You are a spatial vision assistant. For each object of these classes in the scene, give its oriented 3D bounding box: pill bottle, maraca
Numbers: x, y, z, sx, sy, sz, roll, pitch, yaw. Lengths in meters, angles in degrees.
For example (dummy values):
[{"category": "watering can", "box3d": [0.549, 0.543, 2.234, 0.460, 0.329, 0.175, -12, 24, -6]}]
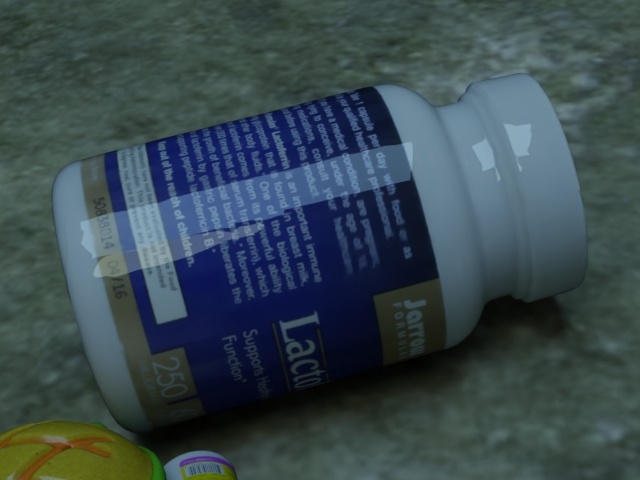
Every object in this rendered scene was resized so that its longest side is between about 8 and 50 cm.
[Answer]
[{"category": "pill bottle", "box3d": [-0.054, 0.145, 0.656, 0.043, 0.043, 0.083, -17, 39, -7]}, {"category": "maraca", "box3d": [-0.137, 0.136, 0.653, 0.127, 0.099, 0.185, -29, 16, -15]}, {"category": "pill bottle", "box3d": [0.000, 0.000, 0.735, 0.264, 0.153, 0.153, -15, 38, -3]}]
